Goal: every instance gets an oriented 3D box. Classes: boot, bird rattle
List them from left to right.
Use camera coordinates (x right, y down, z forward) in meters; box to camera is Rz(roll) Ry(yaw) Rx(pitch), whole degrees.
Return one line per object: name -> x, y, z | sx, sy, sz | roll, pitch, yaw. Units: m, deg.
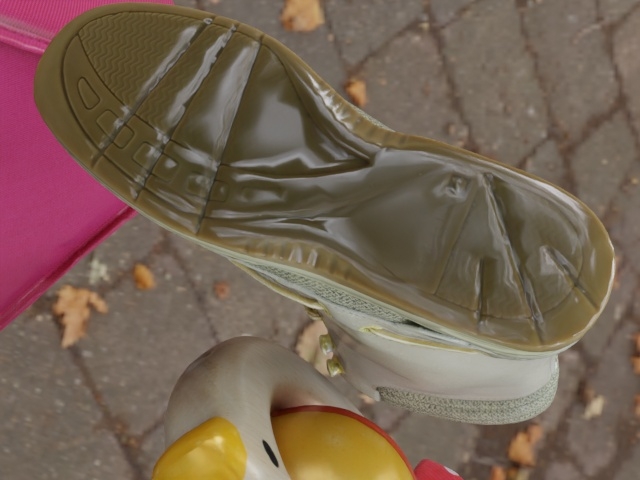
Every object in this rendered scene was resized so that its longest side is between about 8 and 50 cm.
boot -> 0.000, 0.000, 0.530 | 0.077, 0.213, 0.165 | -62, 168, -15
bird rattle -> 0.024, 0.120, 0.527 | 0.207, 0.143, 0.253 | 55, 21, -6

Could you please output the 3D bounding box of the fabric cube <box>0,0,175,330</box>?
fabric cube -> -0.241, -0.103, 0.688 | 0.258, 0.259, 0.254 | 57, 17, 19
